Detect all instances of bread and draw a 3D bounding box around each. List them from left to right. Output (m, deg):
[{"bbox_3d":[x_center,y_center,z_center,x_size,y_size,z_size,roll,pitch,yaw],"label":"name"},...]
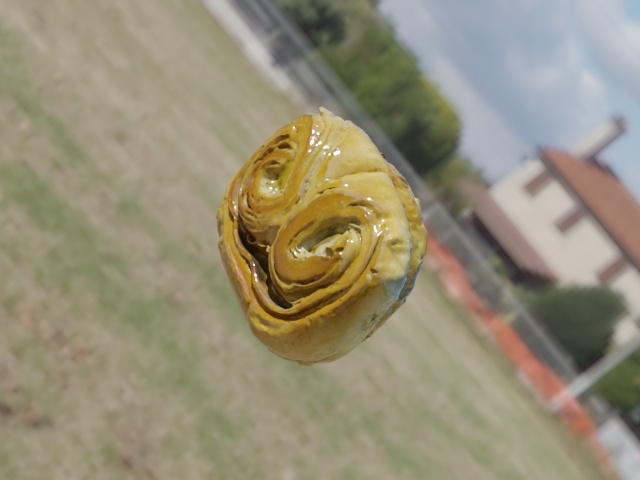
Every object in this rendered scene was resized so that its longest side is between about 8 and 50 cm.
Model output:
[{"bbox_3d":[-0.002,0.002,1.757,0.120,0.198,0.236,23,34,-43],"label":"bread"}]
